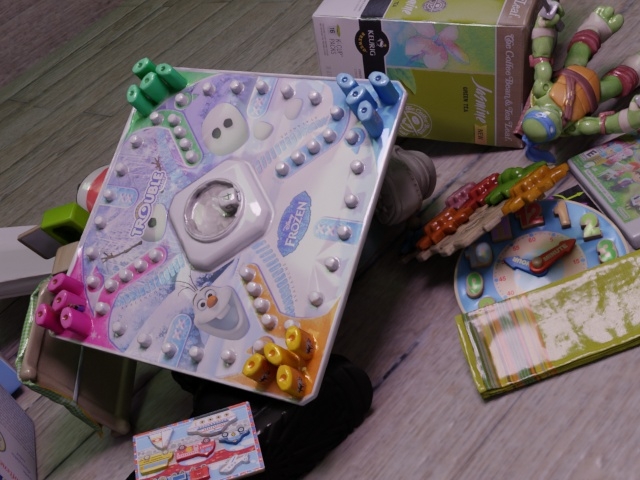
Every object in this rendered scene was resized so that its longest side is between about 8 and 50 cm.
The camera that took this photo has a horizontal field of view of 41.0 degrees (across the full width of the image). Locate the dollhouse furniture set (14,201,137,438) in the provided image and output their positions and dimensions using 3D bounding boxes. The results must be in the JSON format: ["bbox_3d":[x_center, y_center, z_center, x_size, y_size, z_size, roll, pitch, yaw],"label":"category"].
[{"bbox_3d":[-0.365,0.129,1.208,0.151,0.197,0.301,-22,46,24],"label":"dollhouse furniture set"}]

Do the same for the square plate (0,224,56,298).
[{"bbox_3d":[-0.540,0.036,1.534,0.347,0.049,0.344,-9,18,-36],"label":"square plate"}]

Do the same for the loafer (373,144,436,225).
[{"bbox_3d":[0.109,-0.091,1.211,0.111,0.112,0.319,-19,11,0],"label":"loafer"}]

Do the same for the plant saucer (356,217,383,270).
[{"bbox_3d":[0.000,0.000,1.306,0.195,0.037,0.195,-21,32,13],"label":"plant saucer"}]

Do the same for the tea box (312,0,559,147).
[{"bbox_3d":[0.203,-0.341,1.386,0.323,0.220,0.329,8,45,21],"label":"tea box"}]

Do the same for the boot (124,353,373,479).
[{"bbox_3d":[-0.135,0.206,1.021,0.348,0.131,0.260,-31,37,-24],"label":"boot"}]

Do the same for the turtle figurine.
[{"bbox_3d":[0.389,-0.248,1.169,0.198,0.274,0.266,23,42,28],"label":"turtle figurine"}]

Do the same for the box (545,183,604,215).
[{"bbox_3d":[0.281,-0.003,1.096,0.162,0.029,0.116,-27,32,7],"label":"box"}]

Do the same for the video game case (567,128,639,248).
[{"bbox_3d":[0.446,-0.090,1.097,0.193,0.023,0.212,-24,32,7],"label":"video game case"}]

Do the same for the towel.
[{"bbox_3d":[0.271,0.088,0.942,0.237,0.021,0.102,-22,60,10],"label":"towel"}]

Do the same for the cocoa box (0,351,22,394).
[{"bbox_3d":[-0.678,0.157,1.304,0.231,0.347,0.228,-46,36,-17],"label":"cocoa box"}]

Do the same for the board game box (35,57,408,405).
[{"bbox_3d":[-0.128,-0.038,1.021,0.390,0.050,0.390,10,73,28],"label":"board game box"}]

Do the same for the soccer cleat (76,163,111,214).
[{"bbox_3d":[-0.362,-0.152,1.765,0.116,0.108,0.318,18,48,23],"label":"soccer cleat"}]

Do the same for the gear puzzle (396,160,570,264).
[{"bbox_3d":[0.195,-0.045,1.067,0.175,0.044,0.339,-38,4,-14],"label":"gear puzzle"}]

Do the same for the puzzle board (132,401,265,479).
[{"bbox_3d":[-0.127,0.215,0.874,0.128,0.011,0.096,-15,36,-6],"label":"puzzle board"}]

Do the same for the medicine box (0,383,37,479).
[{"bbox_3d":[-0.526,0.341,1.123,0.263,0.149,0.289,-31,32,-3],"label":"medicine box"}]

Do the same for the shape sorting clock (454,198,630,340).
[{"bbox_3d":[0.259,0.036,1.011,0.206,0.040,0.206,-14,49,17],"label":"shape sorting clock"}]
